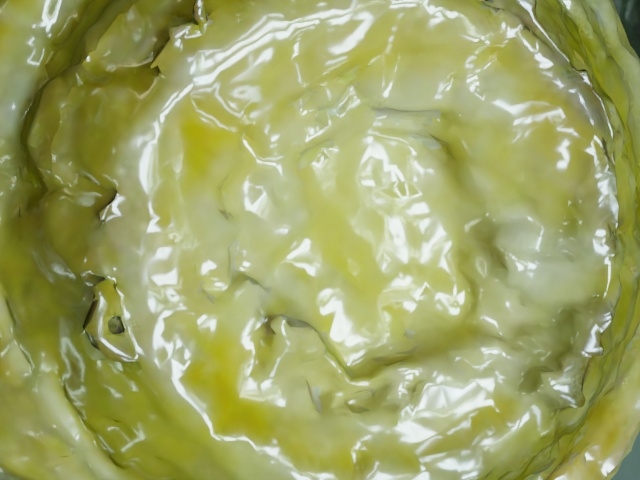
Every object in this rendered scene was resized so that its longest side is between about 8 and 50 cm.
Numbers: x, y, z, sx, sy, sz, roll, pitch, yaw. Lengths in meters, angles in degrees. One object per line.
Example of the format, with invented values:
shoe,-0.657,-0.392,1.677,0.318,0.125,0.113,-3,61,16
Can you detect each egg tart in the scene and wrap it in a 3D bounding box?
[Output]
egg tart,0.000,0.000,0.577,0.290,0.115,0.290,-2,96,-15

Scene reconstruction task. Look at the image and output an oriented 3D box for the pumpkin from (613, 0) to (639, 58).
pumpkin,0.218,-0.185,0.870,0.300,0.207,0.300,37,148,28
